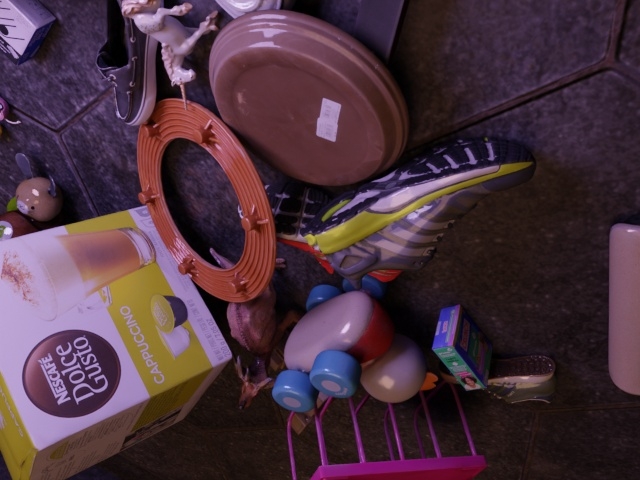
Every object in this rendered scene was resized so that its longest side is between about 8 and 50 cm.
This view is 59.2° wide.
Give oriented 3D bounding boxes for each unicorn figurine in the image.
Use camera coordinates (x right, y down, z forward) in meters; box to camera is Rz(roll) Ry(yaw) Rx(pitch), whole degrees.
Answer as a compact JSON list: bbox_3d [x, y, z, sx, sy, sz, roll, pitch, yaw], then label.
[{"bbox_3d":[-0.185,-0.263,0.723,0.111,0.060,0.162,-23,138,24],"label":"unicorn figurine"}]

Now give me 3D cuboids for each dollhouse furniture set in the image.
[{"bbox_3d":[-0.037,0.285,1.186,0.161,0.101,0.182,47,141,18],"label":"dollhouse furniture set"}]

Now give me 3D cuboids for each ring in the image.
[{"bbox_3d":[-0.194,-0.051,0.874,0.337,0.032,0.336,26,130,36],"label":"ring"}]

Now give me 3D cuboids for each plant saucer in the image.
[{"bbox_3d":[-0.024,-0.162,0.720,0.278,0.041,0.278,19,150,11],"label":"plant saucer"}]

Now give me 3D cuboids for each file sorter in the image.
[{"bbox_3d":[0.100,0.364,1.014,0.291,0.182,0.202,3,138,-17],"label":"file sorter"}]

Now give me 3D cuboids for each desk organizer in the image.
[{"bbox_3d":[0.069,-0.245,0.634,0.047,0.050,0.130,22,137,8],"label":"desk organizer"}]

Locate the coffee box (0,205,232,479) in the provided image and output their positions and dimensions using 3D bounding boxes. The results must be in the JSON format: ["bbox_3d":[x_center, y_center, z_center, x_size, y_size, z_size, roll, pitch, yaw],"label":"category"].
[{"bbox_3d":[-0.423,0.197,1.017,0.337,0.334,0.338,57,139,16],"label":"coffee box"}]

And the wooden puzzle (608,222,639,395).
[{"bbox_3d":[0.553,0.116,0.699,0.348,0.080,0.322,1,130,27],"label":"wooden puzzle"}]

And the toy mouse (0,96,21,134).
[{"bbox_3d":[-0.604,-0.248,0.998,0.161,0.031,0.143,9,134,20],"label":"toy mouse"}]

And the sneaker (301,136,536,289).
[{"bbox_3d":[0.131,-0.034,0.724,0.300,0.111,0.121,-23,116,22],"label":"sneaker"}]

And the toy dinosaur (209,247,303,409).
[{"bbox_3d":[-0.119,0.156,1.000,0.127,0.200,0.295,-2,128,29],"label":"toy dinosaur"}]

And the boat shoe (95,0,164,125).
[{"bbox_3d":[-0.270,-0.250,0.771,0.080,0.076,0.228,50,138,17],"label":"boat shoe"}]

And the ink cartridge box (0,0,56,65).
[{"bbox_3d":[-0.497,-0.368,0.819,0.097,0.046,0.207,-29,113,41],"label":"ink cartridge box"}]

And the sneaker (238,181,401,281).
[{"bbox_3d":[0.000,0.000,0.866,0.279,0.107,0.118,19,143,12],"label":"sneaker"}]

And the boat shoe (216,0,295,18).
[{"bbox_3d":[-0.156,-0.367,0.559,0.136,0.156,0.367,-8,126,33],"label":"boat shoe"}]

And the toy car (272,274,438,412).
[{"bbox_3d":[0.081,0.201,0.932,0.238,0.219,0.210,37,137,-16],"label":"toy car"}]

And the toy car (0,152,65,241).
[{"bbox_3d":[-0.553,-0.066,1.076,0.155,0.149,0.188,35,126,9],"label":"toy car"}]

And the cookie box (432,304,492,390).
[{"bbox_3d":[0.232,0.174,0.913,0.040,0.091,0.107,-24,116,38],"label":"cookie box"}]

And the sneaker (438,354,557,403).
[{"bbox_3d":[0.303,0.244,0.959,0.192,0.064,0.086,-6,122,28],"label":"sneaker"}]
